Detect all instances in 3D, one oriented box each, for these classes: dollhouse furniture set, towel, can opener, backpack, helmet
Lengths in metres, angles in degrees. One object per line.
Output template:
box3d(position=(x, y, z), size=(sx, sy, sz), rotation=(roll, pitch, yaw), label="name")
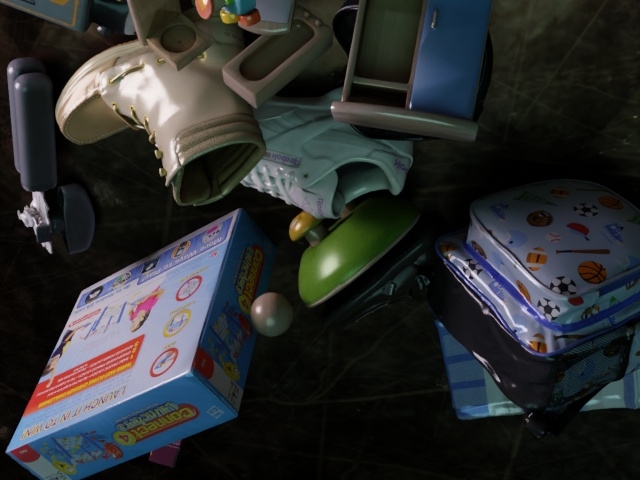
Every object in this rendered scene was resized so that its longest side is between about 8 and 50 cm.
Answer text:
box3d(position=(-0.090, -0.235, 0.914), size=(0.151, 0.144, 0.123), rotation=(41, 162, 18), label="dollhouse furniture set")
box3d(position=(0.319, 0.176, 1.307), size=(0.284, 0.034, 0.209), rotation=(-6, 127, 13), label="towel")
box3d(position=(-0.349, -0.102, 1.167), size=(0.093, 0.074, 0.280), rotation=(-17, 135, -23), label="can opener")
box3d(position=(0.034, -0.222, 0.734), size=(0.286, 0.303, 0.198), rotation=(9, 86, 7), label="dollhouse furniture set")
box3d(position=(0.289, 0.049, 1.069), size=(0.263, 0.276, 0.213), rotation=(-13, 136, -25), label="backpack")
box3d(position=(0.096, -0.195, 0.958), size=(0.169, 0.169, 0.162), rotation=(0, 84, 8), label="helmet")

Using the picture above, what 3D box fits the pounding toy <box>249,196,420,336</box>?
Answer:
box3d(position=(0.000, 0.000, 1.128), size=(0.237, 0.183, 0.110), rotation=(-39, 94, 12), label="pounding toy")

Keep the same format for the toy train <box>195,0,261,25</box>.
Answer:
box3d(position=(-0.110, -0.265, 0.812), size=(0.166, 0.046, 0.125), rotation=(55, 159, 12), label="toy train")

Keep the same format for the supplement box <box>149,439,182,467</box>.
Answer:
box3d(position=(-0.241, 0.311, 1.463), size=(0.043, 0.083, 0.055), rotation=(18, 128, -7), label="supplement box")

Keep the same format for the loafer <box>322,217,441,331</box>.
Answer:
box3d(position=(0.088, 0.063, 1.217), size=(0.078, 0.080, 0.220), rotation=(38, 124, -20), label="loafer")

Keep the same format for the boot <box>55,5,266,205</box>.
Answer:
box3d(position=(-0.184, -0.123, 1.020), size=(0.261, 0.204, 0.095), rotation=(-24, 152, 19), label="boot")

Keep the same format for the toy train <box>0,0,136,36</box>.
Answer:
box3d(position=(-0.317, -0.326, 0.937), size=(0.333, 0.142, 0.190), rotation=(18, 141, -9), label="toy train")

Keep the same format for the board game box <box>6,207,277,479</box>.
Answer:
box3d(position=(-0.221, 0.135, 1.178), size=(0.308, 0.302, 0.086), rotation=(-25, 121, 26), label="board game box")

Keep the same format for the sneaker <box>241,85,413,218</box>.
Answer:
box3d(position=(-0.041, -0.097, 1.055), size=(0.305, 0.152, 0.114), rotation=(-6, 149, 14), label="sneaker")
